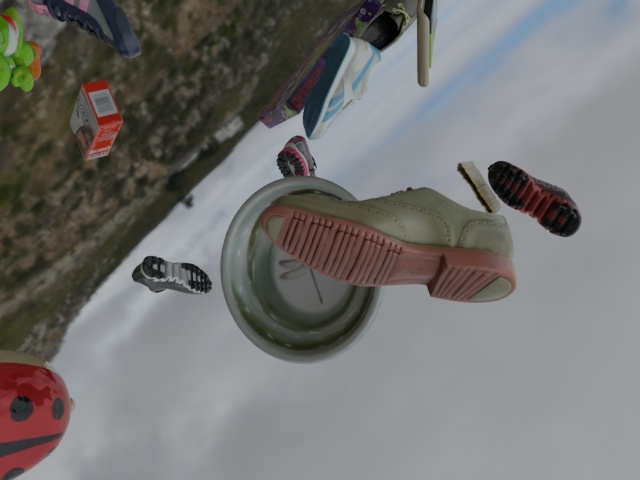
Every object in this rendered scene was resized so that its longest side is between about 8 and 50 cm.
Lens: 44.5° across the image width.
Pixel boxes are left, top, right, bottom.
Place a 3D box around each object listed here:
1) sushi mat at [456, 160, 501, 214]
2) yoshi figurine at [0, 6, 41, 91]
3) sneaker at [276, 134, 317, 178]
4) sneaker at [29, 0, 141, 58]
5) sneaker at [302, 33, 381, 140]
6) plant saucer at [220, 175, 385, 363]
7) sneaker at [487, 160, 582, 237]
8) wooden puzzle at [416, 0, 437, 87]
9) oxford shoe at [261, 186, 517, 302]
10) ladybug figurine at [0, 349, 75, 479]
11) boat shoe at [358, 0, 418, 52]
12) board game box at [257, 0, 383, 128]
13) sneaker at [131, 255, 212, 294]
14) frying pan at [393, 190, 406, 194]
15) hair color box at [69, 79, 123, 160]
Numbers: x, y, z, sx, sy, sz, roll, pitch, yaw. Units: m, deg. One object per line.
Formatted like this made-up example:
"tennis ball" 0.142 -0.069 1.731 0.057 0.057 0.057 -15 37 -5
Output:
"sushi mat" 0.400 -0.131 1.951 0.019 0.151 0.316 -34 176 17
"yoshi figurine" -0.778 -0.427 1.857 0.203 0.203 0.362 -29 -168 -5
"sneaker" -0.049 -0.207 2.566 0.121 0.299 0.112 9 -131 22
"sneaker" -0.469 -0.440 1.483 0.131 0.319 0.112 -36 161 -18
"sneaker" 0.038 -0.289 1.541 0.228 0.092 0.087 -59 -143 32
"plant saucer" -0.027 0.063 1.694 0.400 0.400 0.100 -38 163 23
"sneaker" 0.556 -0.114 2.024 0.097 0.276 0.135 -60 163 24
"wooden puzzle" 0.233 -0.491 1.699 0.221 0.044 0.238 77 16 -59
"oxford shoe" 0.107 -0.014 1.204 0.140 0.397 0.146 120 -18 -56
"ladybug figurine" -0.678 0.376 1.551 0.449 0.162 0.305 -8 116 -49
"boat shoe" 0.179 -0.567 2.036 0.305 0.109 0.091 -41 -149 -3
"board game box" -0.004 -0.423 1.865 0.347 0.056 0.208 -54 -167 -15
"sneaker" -0.399 0.101 2.077 0.106 0.234 0.078 -24 -121 38
"frying pan" 0.309 -0.075 2.105 0.326 0.197 0.053 5 -117 53
"hair color box" -0.444 -0.234 1.540 0.053 0.093 0.167 -20 172 -29
